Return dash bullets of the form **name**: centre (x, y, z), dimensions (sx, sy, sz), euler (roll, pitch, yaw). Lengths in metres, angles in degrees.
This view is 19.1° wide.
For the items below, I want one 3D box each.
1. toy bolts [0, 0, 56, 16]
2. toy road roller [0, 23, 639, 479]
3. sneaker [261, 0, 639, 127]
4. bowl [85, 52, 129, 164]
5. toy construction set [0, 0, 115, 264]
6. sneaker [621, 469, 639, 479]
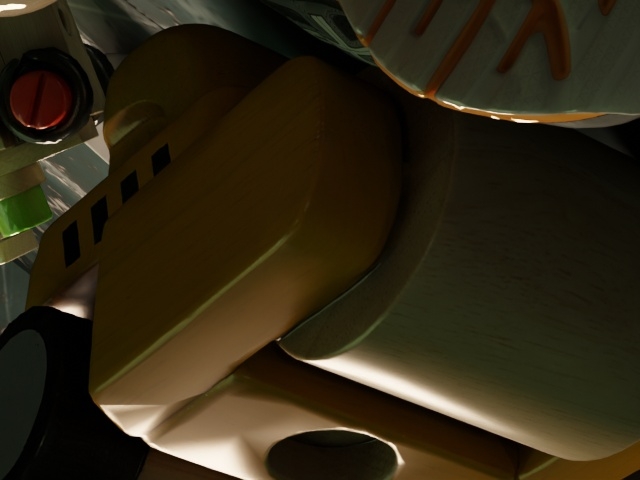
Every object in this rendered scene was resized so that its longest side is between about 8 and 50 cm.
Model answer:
- **toy bolts**: centre (-0.117, -0.182, 0.476), dimensions (0.228, 0.158, 0.218), euler (33, 168, 28)
- **toy road roller**: centre (0.000, 0.000, 0.800), dimensions (0.203, 0.240, 0.329), euler (23, 142, -29)
- **sneaker**: centre (0.039, -0.086, 0.603), dimensions (0.215, 0.084, 0.083), euler (34, -178, 44)
- **bowl**: centre (-0.107, -0.069, 1.208), dimensions (0.142, 0.053, 0.142), euler (41, 169, -14)
- **toy construction set**: centre (-0.231, -0.104, 0.997), dimensions (0.151, 0.215, 0.327), euler (-84, -28, -67)
- **sneaker**: centre (0.118, 0.086, 1.026), dimensions (0.296, 0.112, 0.131), euler (34, 151, 19)
